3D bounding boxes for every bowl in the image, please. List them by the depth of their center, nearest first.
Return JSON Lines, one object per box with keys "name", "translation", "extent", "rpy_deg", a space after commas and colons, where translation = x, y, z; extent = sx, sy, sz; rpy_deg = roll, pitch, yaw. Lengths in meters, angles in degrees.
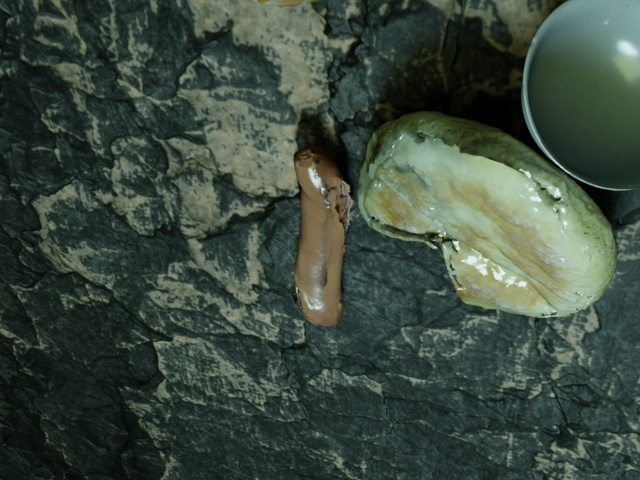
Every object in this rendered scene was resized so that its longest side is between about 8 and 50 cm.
{"name": "bowl", "translation": [0.264, -0.138, 0.711], "extent": [0.189, 0.189, 0.086], "rpy_deg": [38, 171, -9]}

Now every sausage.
{"name": "sausage", "translation": [0.000, 0.000, 0.974], "extent": [0.078, 0.078, 0.304], "rpy_deg": [14, 132, 14]}

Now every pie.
{"name": "pie", "translation": [0.186, -0.021, 0.829], "extent": [0.337, 0.075, 0.337], "rpy_deg": [27, 156, 13]}

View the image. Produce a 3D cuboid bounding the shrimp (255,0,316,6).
{"name": "shrimp", "translation": [0.012, -0.321, 0.699], "extent": [0.150, 0.068, 0.248], "rpy_deg": [14, 136, -42]}
